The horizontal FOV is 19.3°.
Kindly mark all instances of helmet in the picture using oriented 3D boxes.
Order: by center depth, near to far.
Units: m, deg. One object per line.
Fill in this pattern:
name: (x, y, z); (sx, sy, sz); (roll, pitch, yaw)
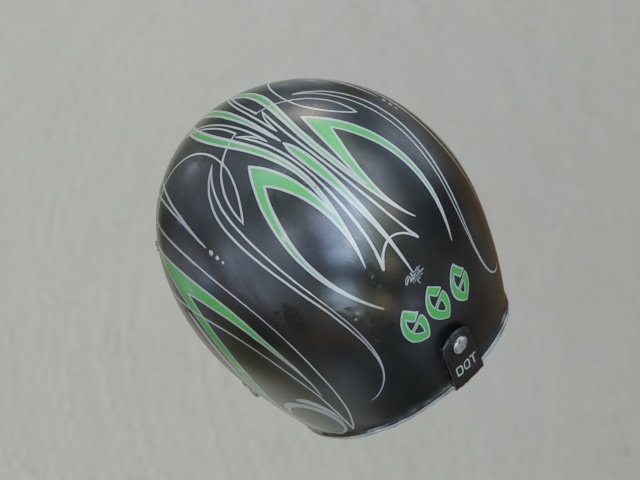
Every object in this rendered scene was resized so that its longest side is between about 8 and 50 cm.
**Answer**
helmet: (0.000, 0.000, 0.930); (0.169, 0.161, 0.169); (-31, 20, 13)
